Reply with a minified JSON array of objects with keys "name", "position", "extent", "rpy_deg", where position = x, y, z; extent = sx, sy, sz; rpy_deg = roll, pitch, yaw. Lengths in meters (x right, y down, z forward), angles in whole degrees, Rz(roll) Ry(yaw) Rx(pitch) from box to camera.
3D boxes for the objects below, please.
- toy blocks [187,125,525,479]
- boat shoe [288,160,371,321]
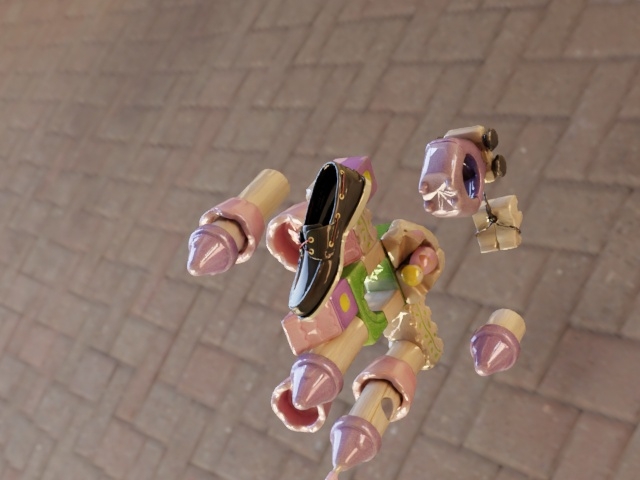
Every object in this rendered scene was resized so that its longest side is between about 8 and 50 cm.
[{"name":"toy blocks","position":[0.036,0.077,1.435],"extent":[0.309,0.289,0.260],"rpy_deg":[-9,24,31]},{"name":"boat shoe","position":[-0.001,0.000,1.156],"extent":[0.049,0.042,0.133],"rpy_deg":[2,69,55]}]
